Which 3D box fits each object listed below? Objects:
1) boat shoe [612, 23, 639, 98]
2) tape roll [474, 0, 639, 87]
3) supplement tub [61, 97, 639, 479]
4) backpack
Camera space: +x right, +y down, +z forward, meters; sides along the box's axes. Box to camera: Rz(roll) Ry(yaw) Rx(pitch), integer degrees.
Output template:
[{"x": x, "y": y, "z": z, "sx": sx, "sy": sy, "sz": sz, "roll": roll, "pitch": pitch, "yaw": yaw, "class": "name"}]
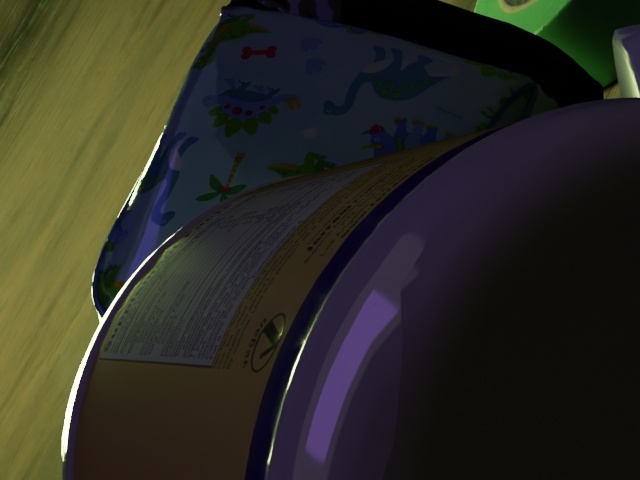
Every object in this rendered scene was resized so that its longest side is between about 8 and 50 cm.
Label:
[{"x": 0.179, "y": -0.046, "z": 0.630, "sx": 0.084, "sy": 0.095, "sz": 0.258, "roll": -15, "pitch": -5, "yaw": 16, "class": "boat shoe"}, {"x": 0.241, "y": -0.266, "z": 1.179, "sx": 0.321, "sy": 0.077, "sz": 0.321, "roll": -56, "pitch": 14, "yaw": 21, "class": "tape roll"}, {"x": 0.043, "y": 0.087, "z": 0.533, "sx": 0.241, "sy": 0.241, "sz": 0.331, "roll": -62, "pitch": 18, "yaw": -14, "class": "supplement tub"}, {"x": 0.000, "y": 0.000, "z": 0.978, "sx": 0.356, "sy": 0.290, "sz": 0.273, "roll": -67, "pitch": -18, "yaw": -8, "class": "backpack"}]
